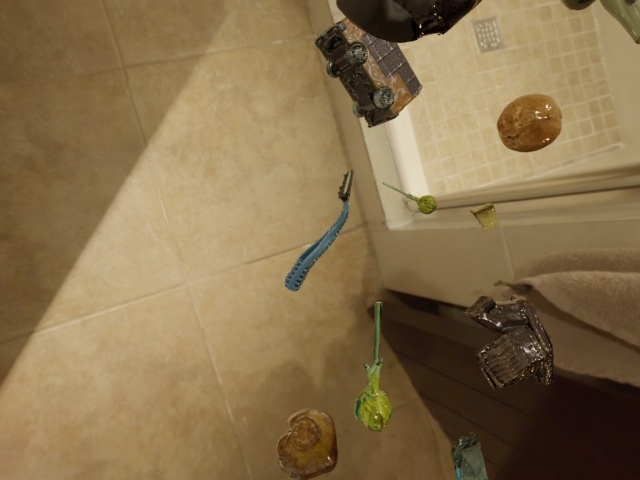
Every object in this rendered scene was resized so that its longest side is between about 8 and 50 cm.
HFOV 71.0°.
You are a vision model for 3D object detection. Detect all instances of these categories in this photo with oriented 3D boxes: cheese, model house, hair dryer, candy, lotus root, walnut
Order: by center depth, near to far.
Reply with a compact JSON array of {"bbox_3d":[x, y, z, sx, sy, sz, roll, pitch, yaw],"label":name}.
[{"bbox_3d":[0.350,-0.360,0.550,0.088,0.225,0.219,-25,134,19],"label":"hair dryer"},{"bbox_3d":[0.107,0.248,0.883,0.073,0.077,0.262,-12,106,-56],"label":"candy"},{"bbox_3d":[0.391,0.215,0.958,0.164,0.141,0.203,-14,59,-5],"label":"model house"},{"bbox_3d":[0.443,-0.065,1.201,0.060,0.041,0.084,-26,117,21],"label":"cheese"},{"bbox_3d":[-0.041,0.576,1.268,0.193,0.291,0.193,2,59,-3],"label":"lotus root"},{"bbox_3d":[0.288,-0.146,1.462,0.193,0.058,0.062,26,81,4],"label":"candy"},{"bbox_3d":[0.721,-0.403,1.546,0.195,0.221,0.195,-1,96,-8],"label":"walnut"}]

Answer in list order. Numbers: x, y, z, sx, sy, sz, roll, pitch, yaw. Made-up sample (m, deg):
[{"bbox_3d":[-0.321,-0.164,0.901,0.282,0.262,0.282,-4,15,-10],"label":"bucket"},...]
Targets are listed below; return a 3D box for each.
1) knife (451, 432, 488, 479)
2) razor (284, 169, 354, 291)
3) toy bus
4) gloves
[{"bbox_3d":[0.173,0.340,0.442,0.044,0.026,0.297,19,45,-21],"label":"knife"},{"bbox_3d":[0.000,0.000,0.777,0.042,0.082,0.253,27,123,-9],"label":"razor"},{"bbox_3d":[0.153,-0.541,1.397,0.194,0.162,0.323,-44,109,-20],"label":"toy bus"},{"bbox_3d":[0.131,-0.328,0.524,0.164,0.124,0.203,25,81,18],"label":"gloves"}]
